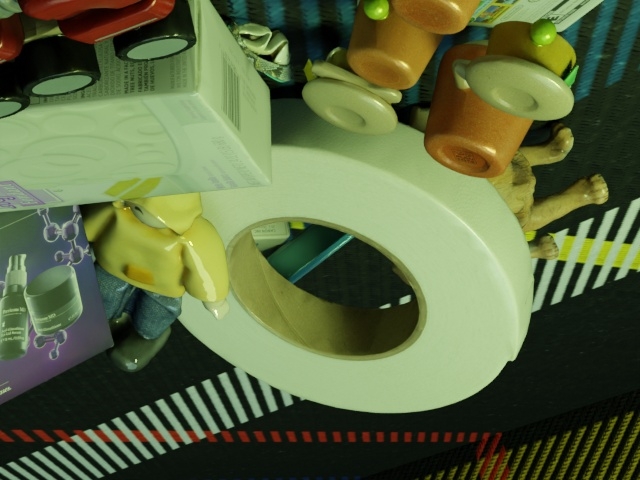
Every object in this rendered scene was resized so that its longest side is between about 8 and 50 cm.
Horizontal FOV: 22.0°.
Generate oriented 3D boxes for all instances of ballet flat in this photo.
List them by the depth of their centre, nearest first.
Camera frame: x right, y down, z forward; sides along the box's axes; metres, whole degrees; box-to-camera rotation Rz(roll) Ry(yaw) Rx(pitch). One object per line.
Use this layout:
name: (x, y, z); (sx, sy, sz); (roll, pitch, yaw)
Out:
ballet flat: (-0.049, -0.162, 1.388); (0.041, 0.041, 0.114); (-20, 161, 31)

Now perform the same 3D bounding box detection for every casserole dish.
casserole dish: (0.000, 0.000, 1.828); (0.188, 0.037, 0.114); (-38, 175, -5)

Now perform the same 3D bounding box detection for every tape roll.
tape roll: (0.014, 0.026, 1.617); (0.392, 0.072, 0.392); (14, 140, 12)

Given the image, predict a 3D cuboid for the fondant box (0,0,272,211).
fondant box: (-0.223, -0.103, 1.322); (0.330, 0.096, 0.238); (-4, 165, 11)

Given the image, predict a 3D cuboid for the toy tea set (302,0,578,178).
toy tea set: (0.114, -0.167, 1.311); (0.200, 0.124, 0.336); (24, 162, -6)

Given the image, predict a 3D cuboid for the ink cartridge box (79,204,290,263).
ink cartridge box: (-0.216, 0.018, 1.834); (0.296, 0.066, 0.261); (-2, 161, -23)

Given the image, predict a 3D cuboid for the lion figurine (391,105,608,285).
lion figurine: (0.150, -0.016, 1.760); (0.240, 0.142, 0.392); (-20, 158, -18)

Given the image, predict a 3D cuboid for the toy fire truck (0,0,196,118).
toy fire truck: (-0.228, -0.187, 1.063); (0.217, 0.158, 0.246); (-16, 172, 23)

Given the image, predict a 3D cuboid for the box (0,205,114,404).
box: (-0.337, 0.061, 1.497); (0.261, 0.184, 0.103); (-28, -153, -33)

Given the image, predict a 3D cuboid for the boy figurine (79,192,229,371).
boy figurine: (-0.160, 0.015, 1.562); (0.177, 0.092, 0.285); (31, 144, 2)

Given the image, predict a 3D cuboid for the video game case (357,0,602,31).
video game case: (0.170, -0.229, 1.310); (0.206, 0.026, 0.227); (-1, 162, -28)
